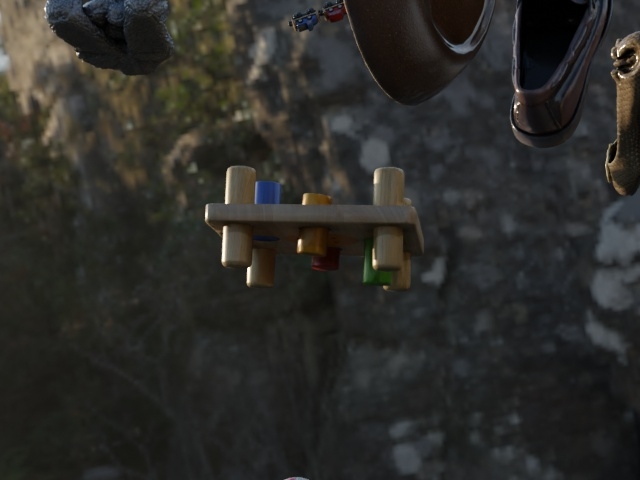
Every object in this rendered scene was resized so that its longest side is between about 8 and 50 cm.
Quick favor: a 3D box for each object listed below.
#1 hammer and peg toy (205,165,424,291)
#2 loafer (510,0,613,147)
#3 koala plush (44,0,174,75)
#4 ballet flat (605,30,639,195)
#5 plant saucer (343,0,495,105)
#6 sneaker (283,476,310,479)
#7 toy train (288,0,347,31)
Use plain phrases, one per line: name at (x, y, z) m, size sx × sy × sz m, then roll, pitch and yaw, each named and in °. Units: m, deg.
hammer and peg toy at (0.000, 0.000, 1.758) m, size 0.266 × 0.127 × 0.361 m, roll 1°, pitch -9°, yaw 6°
loafer at (0.275, -0.254, 1.568) m, size 0.109 × 0.302 × 0.095 m, roll 2°, pitch -29°, yaw 21°
koala plush at (-0.307, -0.398, 2.148) m, size 0.196 × 0.221 × 0.203 m, roll -3°, pitch -25°, yaw 13°
ballet flat at (0.298, -0.122, 1.293) m, size 0.058 × 0.084 × 0.250 m, roll 12°, pitch -23°, yaw 12°
plant saucer at (0.092, -0.268, 1.122) m, size 0.050 × 0.310 × 0.310 m, roll 0°, pitch 7°, yaw 25°
sneaker at (-0.017, 0.379, 1.716) m, size 0.103 × 0.252 × 0.111 m, roll -17°, pitch 39°, yaw -3°
toy train at (0.024, -0.374, 2.211) m, size 0.158 × 0.036 × 0.027 m, roll -19°, pitch -32°, yaw 1°
